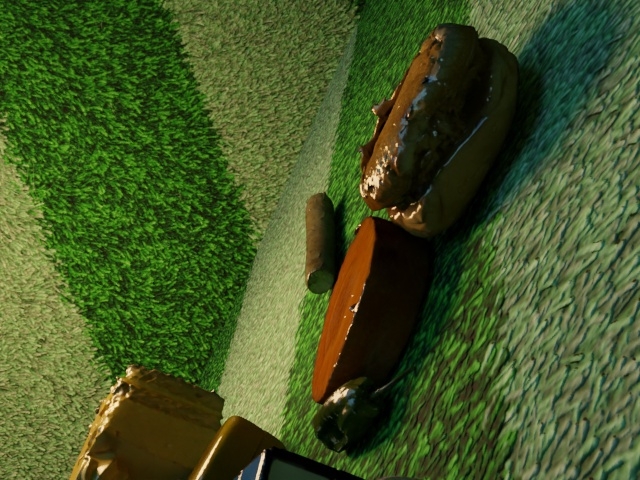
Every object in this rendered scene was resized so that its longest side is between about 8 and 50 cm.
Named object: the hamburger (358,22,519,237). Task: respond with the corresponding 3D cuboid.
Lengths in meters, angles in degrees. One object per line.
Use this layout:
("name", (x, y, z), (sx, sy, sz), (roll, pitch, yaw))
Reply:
("hamburger", (0.166, -0.165, 1.058), (0.318, 0.158, 0.318), (-61, 12, 23))

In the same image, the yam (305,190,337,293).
("yam", (0.000, 0.000, 1.655), (0.083, 0.083, 0.371), (-59, 15, 27))

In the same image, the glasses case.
("glasses case", (-0.176, 0.456, 1.110), (0.371, 0.141, 0.173), (-58, 1, -15))

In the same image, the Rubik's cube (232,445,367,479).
("Rubik's cube", (-0.029, 0.359, 0.814), (0.167, 0.180, 0.183), (-52, 16, 50))

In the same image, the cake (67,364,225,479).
("cake", (-0.318, 0.402, 1.294), (0.222, 0.227, 0.286), (-59, 15, 26))

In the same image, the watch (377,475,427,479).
("watch", (0.097, 0.235, 0.390), (0.196, 0.231, 0.244), (-69, 15, -4))

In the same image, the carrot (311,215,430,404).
("carrot", (0.060, 0.115, 1.119), (0.258, 0.100, 0.307), (-104, 38, -76))

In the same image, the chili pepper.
("chili pepper", (0.044, 0.231, 1.005), (0.204, 0.072, 0.073), (-58, 1, 44))
